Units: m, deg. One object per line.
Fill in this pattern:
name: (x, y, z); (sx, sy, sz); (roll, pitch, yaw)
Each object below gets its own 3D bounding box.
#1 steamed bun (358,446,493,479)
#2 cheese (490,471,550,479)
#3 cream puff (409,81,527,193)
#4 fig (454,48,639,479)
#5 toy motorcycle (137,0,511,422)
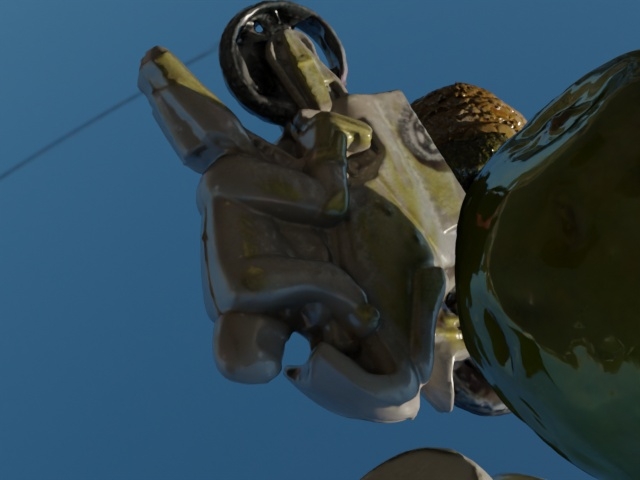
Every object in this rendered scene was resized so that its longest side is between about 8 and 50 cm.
steamed bun: (0.092, 0.325, 1.322); (0.228, 0.131, 0.177); (-40, -143, -12)
cheese: (0.219, 0.284, 1.369); (0.163, 0.249, 0.071); (9, -108, 40)
cream puff: (0.165, -0.073, 1.487); (0.183, 0.183, 0.169); (-18, -151, 10)
fig: (0.215, 0.046, 0.727); (0.233, 0.233, 0.314); (-37, -106, -13)
toy motorcycle: (0.000, 0.000, 0.877); (0.223, 0.341, 0.108); (-30, 175, -27)
